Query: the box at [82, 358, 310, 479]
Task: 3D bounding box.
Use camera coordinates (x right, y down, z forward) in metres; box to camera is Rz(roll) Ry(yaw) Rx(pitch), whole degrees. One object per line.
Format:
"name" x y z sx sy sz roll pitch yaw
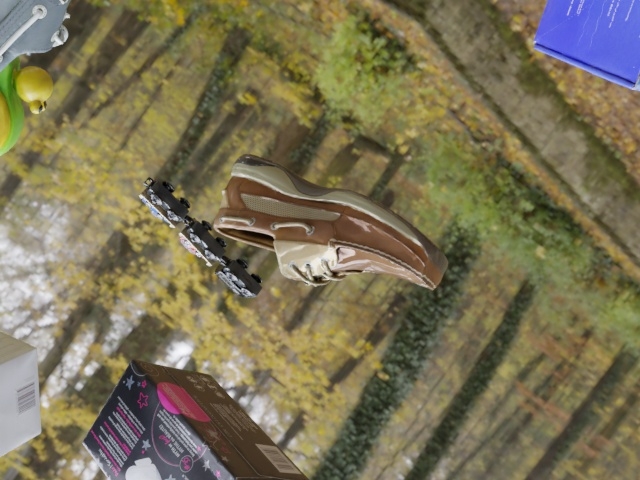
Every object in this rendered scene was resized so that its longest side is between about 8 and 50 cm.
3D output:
"box" -0.162 0.289 1.124 0.247 0.142 0.163 38 -171 38

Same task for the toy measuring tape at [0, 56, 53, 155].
"toy measuring tape" -0.458 -0.125 0.984 0.121 0.330 0.121 -15 -90 -88

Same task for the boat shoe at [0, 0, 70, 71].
"boat shoe" -0.276 -0.204 0.759 0.116 0.319 0.099 44 173 47

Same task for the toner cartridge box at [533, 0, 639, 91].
"toner cartridge box" 0.271 -0.281 0.605 0.075 0.347 0.165 10 -160 -18

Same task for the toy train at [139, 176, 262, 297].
"toy train" -0.117 -0.001 0.846 0.158 0.027 0.036 48 148 -20

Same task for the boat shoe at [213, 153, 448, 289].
"boat shoe" 0.000 0.000 1.049 0.324 0.119 0.122 23 169 37

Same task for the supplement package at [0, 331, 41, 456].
"supplement package" -0.505 0.184 1.143 0.244 0.139 0.134 18 -155 28
